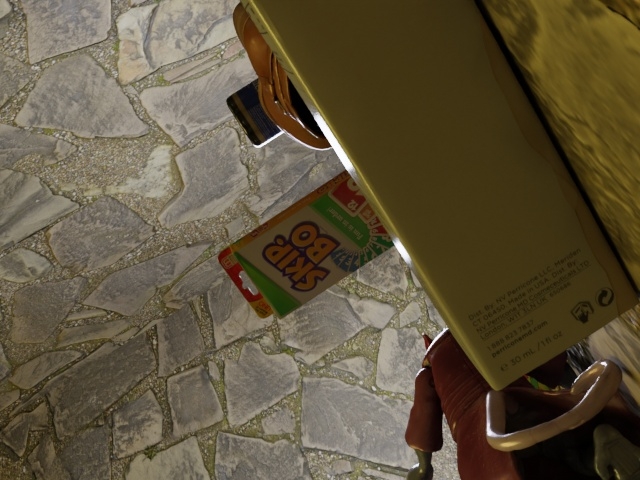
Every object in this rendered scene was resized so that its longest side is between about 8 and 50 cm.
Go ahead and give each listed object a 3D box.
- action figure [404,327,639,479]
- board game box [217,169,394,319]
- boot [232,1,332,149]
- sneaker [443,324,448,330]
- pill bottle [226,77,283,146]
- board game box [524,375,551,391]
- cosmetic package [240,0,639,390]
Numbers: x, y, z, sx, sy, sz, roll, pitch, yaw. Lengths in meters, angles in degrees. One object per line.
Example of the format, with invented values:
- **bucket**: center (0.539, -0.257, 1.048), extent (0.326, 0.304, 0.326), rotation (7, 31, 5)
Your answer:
- **action figure**: center (0.175, 0.190, 0.891), extent (0.275, 0.248, 0.370), rotation (57, 180, -32)
- **board game box**: center (0.000, 0.000, 1.101), extent (0.124, 0.259, 0.039), rotation (57, -178, -26)
- **boot**: center (-0.013, -0.197, 1.145), extent (0.220, 0.109, 0.283), rotation (55, 173, 50)
- **sneaker**: center (0.279, 0.169, 1.609), extent (0.262, 0.121, 0.099), rotation (57, -178, -19)
- **pill bottle**: center (-0.072, -0.296, 1.677), extent (0.122, 0.219, 0.123), rotation (57, -178, -4)
- **board game box**: center (0.336, 0.251, 1.417), extent (0.181, 0.092, 0.043), rotation (58, -178, 10)
- **cosmetic package**: center (0.066, -0.074, 0.543), extent (0.309, 0.113, 0.160), rotation (57, -177, -16)
